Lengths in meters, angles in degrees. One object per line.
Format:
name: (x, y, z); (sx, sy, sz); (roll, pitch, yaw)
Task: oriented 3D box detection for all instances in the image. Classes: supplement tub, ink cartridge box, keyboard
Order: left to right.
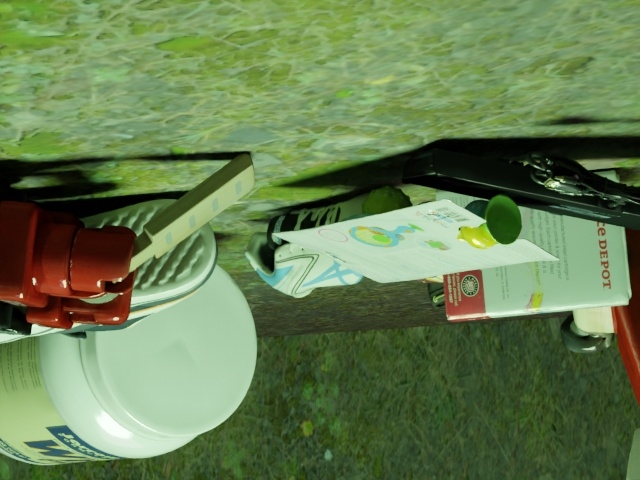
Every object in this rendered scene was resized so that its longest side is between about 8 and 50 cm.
supplement tub: (-0.242, 0.127, 1.906); (0.235, 0.235, 0.325); (1, 172, -37)
ink cartridge box: (0.205, 0.007, 1.642); (0.175, 0.127, 0.072); (-5, 174, 10)
keyboard: (0.236, -0.038, 1.435); (0.317, 0.033, 0.201); (10, 177, -16)

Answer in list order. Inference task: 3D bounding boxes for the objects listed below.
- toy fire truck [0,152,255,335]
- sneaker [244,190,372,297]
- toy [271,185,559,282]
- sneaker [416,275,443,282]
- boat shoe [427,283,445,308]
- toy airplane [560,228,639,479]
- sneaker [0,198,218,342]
toy fire truck: (-0.181, 0.004, 1.420); (0.246, 0.159, 0.217); (6, 173, 3)
sneaker: (0.000, 0.000, 1.681); (0.086, 0.085, 0.237); (26, 154, -21)
toy: (0.084, -0.014, 1.503); (0.137, 0.056, 0.237); (25, 162, -33)
sneaker: (0.136, 0.021, 1.962); (0.083, 0.070, 0.185); (-11, 171, 7)
boat shoe: (0.241, 0.044, 2.209); (0.227, 0.069, 0.081); (-9, 172, 33)
toy airplane: (0.411, 0.129, 1.758); (0.272, 0.384, 0.386); (-11, 172, 0)
sneaker: (-0.253, 0.034, 1.593); (0.321, 0.126, 0.127); (-4, 170, 0)
